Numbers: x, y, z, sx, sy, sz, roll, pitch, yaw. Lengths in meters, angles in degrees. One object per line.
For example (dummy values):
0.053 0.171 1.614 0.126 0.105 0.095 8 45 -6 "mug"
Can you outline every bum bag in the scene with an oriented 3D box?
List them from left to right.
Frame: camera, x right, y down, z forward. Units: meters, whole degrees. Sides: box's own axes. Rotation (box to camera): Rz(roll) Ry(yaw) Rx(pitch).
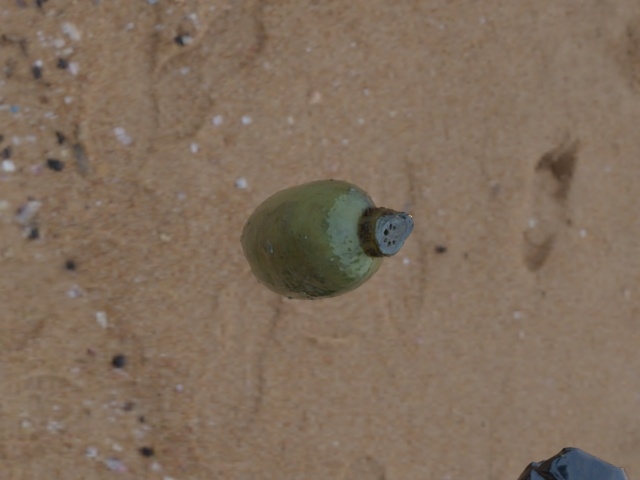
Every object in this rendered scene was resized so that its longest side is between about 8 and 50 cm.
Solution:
0.167 0.262 1.136 0.232 0.060 0.106 -36 109 5 "bum bag"

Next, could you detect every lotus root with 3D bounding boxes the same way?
-0.001 0.000 1.006 0.077 0.183 0.090 -43 108 -28 "lotus root"
